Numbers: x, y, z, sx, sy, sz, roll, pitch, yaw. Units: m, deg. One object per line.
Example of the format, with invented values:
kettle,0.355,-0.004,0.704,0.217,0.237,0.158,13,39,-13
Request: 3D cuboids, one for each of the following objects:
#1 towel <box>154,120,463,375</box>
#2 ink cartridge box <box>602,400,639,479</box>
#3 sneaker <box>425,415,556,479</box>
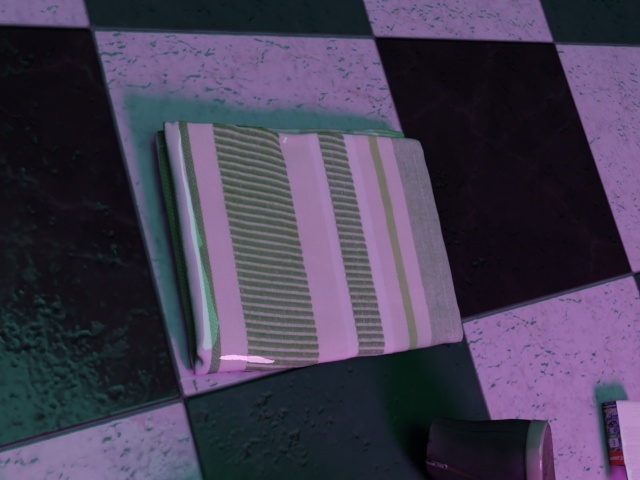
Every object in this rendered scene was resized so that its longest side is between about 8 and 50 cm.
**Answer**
towel,0.000,0.000,0.810,0.325,0.038,0.248,-3,77,-38
ink cartridge box,0.387,0.257,0.987,0.063,0.029,0.115,7,70,-21
sneaker,0.177,0.271,0.820,0.083,0.118,0.222,-41,128,-56
